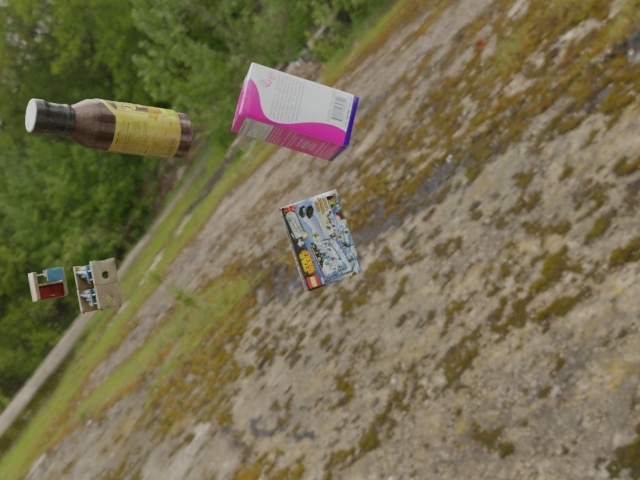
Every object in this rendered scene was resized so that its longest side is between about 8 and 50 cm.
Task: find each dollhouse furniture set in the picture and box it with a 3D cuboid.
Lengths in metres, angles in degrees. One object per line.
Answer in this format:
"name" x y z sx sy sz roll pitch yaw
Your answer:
"dollhouse furniture set" -0.632 0.129 1.967 0.183 0.129 0.129 -9 -2 -39

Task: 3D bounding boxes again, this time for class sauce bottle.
"sauce bottle" -0.444 -0.243 1.627 0.111 0.344 0.111 -4 85 51

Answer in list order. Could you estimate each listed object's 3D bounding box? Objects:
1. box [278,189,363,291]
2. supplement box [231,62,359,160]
"box" 0.000 0.000 1.179 0.094 0.137 0.027 -19 5 -12
"supplement box" -0.052 -0.249 1.500 0.114 0.220 0.111 150 135 -71
